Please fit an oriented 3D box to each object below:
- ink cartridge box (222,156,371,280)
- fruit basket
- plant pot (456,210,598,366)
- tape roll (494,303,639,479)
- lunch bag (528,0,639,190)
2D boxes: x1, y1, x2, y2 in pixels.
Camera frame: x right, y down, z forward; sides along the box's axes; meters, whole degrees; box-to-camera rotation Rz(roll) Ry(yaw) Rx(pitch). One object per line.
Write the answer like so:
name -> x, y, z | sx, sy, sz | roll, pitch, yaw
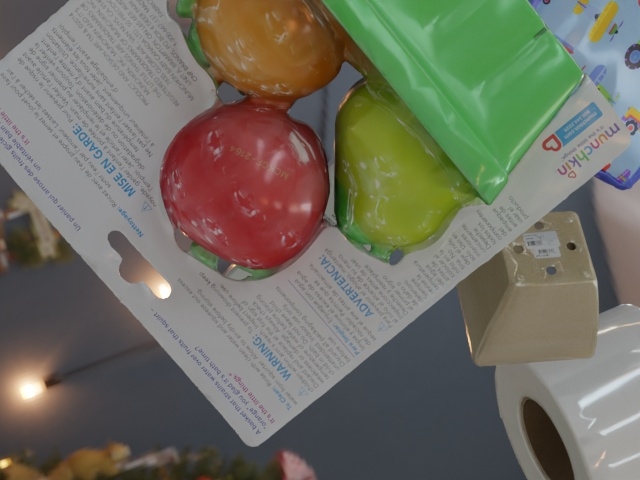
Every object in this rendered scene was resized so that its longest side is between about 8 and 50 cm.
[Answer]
ink cartridge box -> 0.000, 0.000, 1.236 | 0.087, 0.208, 0.153 | 44, 26, -4
fruit basket -> -0.017, -0.083, 0.959 | 0.327, 0.353, 0.165 | 49, 12, -8
plant pot -> 0.181, 0.034, 1.174 | 0.096, 0.109, 0.109 | 98, -14, -55
tape roll -> 0.342, 0.218, 1.665 | 0.246, 0.169, 0.246 | 159, -90, -78
lunch bag -> 0.283, -0.207, 1.384 | 0.221, 0.293, 0.138 | 32, -12, -26
